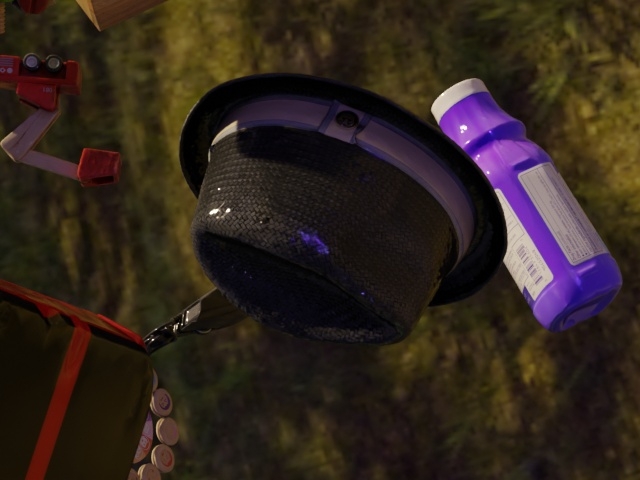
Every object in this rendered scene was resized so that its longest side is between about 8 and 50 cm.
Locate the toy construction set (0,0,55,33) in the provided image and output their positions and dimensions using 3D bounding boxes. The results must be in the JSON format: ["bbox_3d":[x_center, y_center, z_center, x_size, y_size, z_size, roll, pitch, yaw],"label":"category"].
[{"bbox_3d":[-0.427,-0.398,1.617,0.309,0.257,0.237,-51,-33,-68],"label":"toy construction set"}]

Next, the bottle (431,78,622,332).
[{"bbox_3d":[0.214,-0.043,1.447,0.283,0.092,0.118,61,167,20],"label":"bottle"}]

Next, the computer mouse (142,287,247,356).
[{"bbox_3d":[-0.167,0.117,1.845,0.060,0.262,0.184,54,136,0],"label":"computer mouse"}]

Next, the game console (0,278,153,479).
[{"bbox_3d":[-0.216,0.218,0.791,0.342,0.060,0.387,42,-116,-75],"label":"game console"}]

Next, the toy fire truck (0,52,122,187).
[{"bbox_3d":[-0.310,-0.132,1.465,0.047,0.192,0.135,118,156,-80],"label":"toy fire truck"}]

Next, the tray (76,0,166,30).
[{"bbox_3d":[-0.065,-0.353,1.214,0.203,0.411,0.076,51,162,35],"label":"tray"}]

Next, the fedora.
[{"bbox_3d":[0.000,0.000,1.269,0.334,0.334,0.152,105,-171,-54],"label":"fedora"}]

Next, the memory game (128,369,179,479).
[{"bbox_3d":[-0.240,0.229,1.682,0.012,0.186,0.186,-19,85,32],"label":"memory game"}]
